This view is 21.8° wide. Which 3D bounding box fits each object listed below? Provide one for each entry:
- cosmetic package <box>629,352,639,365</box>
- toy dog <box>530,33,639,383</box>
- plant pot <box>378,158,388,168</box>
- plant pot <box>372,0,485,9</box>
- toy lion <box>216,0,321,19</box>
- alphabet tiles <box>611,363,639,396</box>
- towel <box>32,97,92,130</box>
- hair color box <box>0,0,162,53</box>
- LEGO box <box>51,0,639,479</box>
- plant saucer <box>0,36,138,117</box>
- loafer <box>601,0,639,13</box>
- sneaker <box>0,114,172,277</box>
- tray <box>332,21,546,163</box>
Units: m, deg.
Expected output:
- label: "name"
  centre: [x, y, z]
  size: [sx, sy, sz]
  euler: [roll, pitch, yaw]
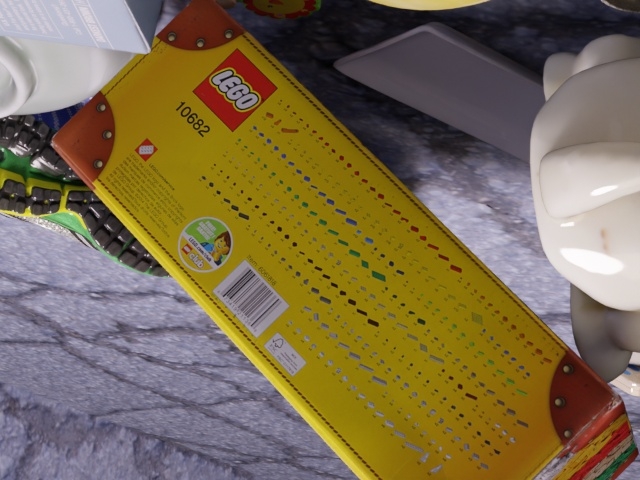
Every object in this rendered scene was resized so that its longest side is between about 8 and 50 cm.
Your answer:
- label: "cosmetic package"
  centre: [0.460, 0.072, 1.817]
  size: [0.296, 0.153, 0.129]
  euler: [9, 163, 3]
- label: "toy dog"
  centre: [0.380, -0.073, 1.269]
  size: [0.408, 0.284, 0.395]
  euler: [-8, 162, 17]
- label: "plant pot"
  centre: [0.000, 0.000, 1.843]
  size: [0.215, 0.215, 0.230]
  euler: [14, 147, -9]
- label: "plant pot"
  centre: [0.088, -0.248, 0.968]
  size: [0.254, 0.254, 0.239]
  euler: [3, 175, 24]
- label: "toy lion"
  centre: [-0.041, -0.220, 1.442]
  size: [0.096, 0.034, 0.100]
  euler: [11, 163, -21]
- label: "alphabet tiles"
  centre: [0.454, 0.139, 1.917]
  size: [0.284, 0.021, 0.278]
  euler: [-17, -144, -41]
- label: "towel"
  centre: [-0.340, -0.164, 1.775]
  size: [0.336, 0.040, 0.243]
  euler: [10, 161, 5]
- label: "hair color box"
  centre: [-0.293, -0.263, 1.210]
  size: [0.374, 0.185, 0.113]
  euler: [8, 162, 10]
- label: "LEGO box"
  centre: [0.037, 0.059, 1.492]
  size: [0.500, 0.193, 0.372]
  euler: [46, 180, 18]
- label: "plant saucer"
  centre: [-0.359, -0.202, 1.527]
  size: [0.400, 0.100, 0.400]
  euler: [11, 158, 5]
- label: "loafer"
  centre: [0.299, -0.202, 1.182]
  size: [0.102, 0.092, 0.268]
  euler: [26, 157, -37]
- label: "sneaker"
  centre: [-0.261, -0.062, 1.816]
  size: [0.343, 0.134, 0.146]
  euler: [25, 175, -26]
- label: "tray"
  centre: [0.159, -0.140, 1.556]
  size: [0.270, 0.030, 0.145]
  euler: [22, 160, -30]
